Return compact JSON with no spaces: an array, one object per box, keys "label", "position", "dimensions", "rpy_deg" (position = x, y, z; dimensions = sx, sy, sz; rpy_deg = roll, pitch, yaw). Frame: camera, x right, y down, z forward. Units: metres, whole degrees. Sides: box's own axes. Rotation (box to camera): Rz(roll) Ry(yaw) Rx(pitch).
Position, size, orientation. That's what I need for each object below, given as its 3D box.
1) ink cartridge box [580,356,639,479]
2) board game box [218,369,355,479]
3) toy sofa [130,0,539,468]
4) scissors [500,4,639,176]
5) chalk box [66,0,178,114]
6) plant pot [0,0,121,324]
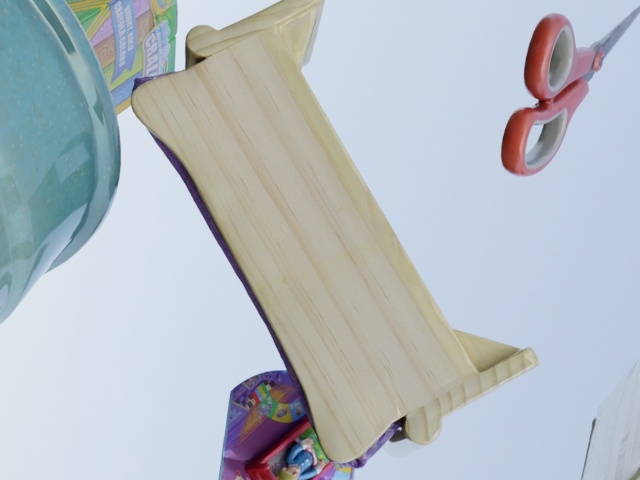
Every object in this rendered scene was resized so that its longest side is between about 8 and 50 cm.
[{"label":"ink cartridge box","position":[0.293,0.180,1.141],"dimensions":[0.203,0.086,0.148],"rpy_deg":[104,5,-60]},{"label":"board game box","position":[-0.017,0.190,1.096],"dimensions":[0.033,0.133,0.168],"rpy_deg":[-17,-119,54]},{"label":"toy sofa","position":[0.000,0.000,1.059],"dimensions":[0.362,0.177,0.150],"rpy_deg":[60,-10,9]},{"label":"scissors","position":[0.187,-0.116,0.958],"dimensions":[0.021,0.297,0.109],"rpy_deg":[14,-72,22]},{"label":"chalk box","position":[-0.216,-0.204,1.222],"dimensions":[0.132,0.213,0.132],"rpy_deg":[25,-44,20]},{"label":"plant pot","position":[-0.319,0.014,0.651],"dimensions":[0.341,0.341,0.334],"rpy_deg":[-49,-167,45]}]
